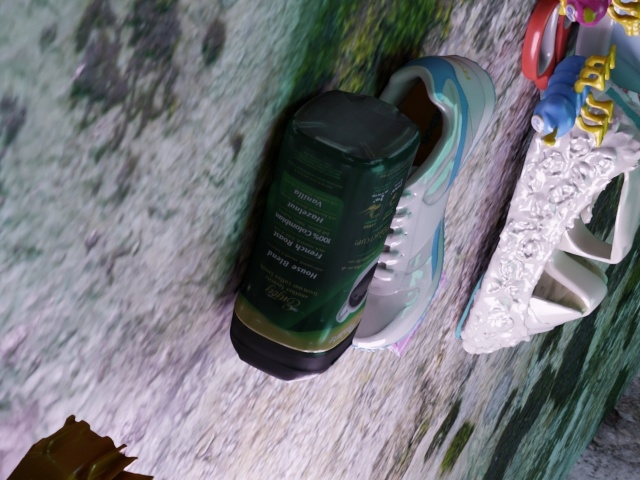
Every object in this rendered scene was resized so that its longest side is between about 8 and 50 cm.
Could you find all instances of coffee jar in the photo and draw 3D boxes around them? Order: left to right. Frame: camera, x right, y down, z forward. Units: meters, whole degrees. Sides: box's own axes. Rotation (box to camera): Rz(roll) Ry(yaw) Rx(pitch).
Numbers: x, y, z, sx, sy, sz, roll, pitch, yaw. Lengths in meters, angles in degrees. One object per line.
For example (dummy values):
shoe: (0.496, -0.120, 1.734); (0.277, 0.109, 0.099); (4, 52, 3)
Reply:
coffee jar: (0.000, 0.000, 1.106); (0.096, 0.079, 0.184); (-42, 153, -57)

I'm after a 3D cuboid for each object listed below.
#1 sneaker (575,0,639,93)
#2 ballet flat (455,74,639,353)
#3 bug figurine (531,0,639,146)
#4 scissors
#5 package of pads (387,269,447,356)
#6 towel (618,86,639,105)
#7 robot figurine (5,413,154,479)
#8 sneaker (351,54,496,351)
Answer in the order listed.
sneaker: (0.339, -0.279, 1.545); (0.135, 0.150, 0.366); (-53, 157, -33)
ballet flat: (0.240, 0.005, 1.706); (0.147, 0.147, 0.409); (-49, 162, -38)
bug figurine: (0.221, -0.222, 1.400); (0.279, 0.072, 0.216); (83, 29, -45)
scissors: (0.212, -0.150, 1.616); (0.109, 0.021, 0.297); (-56, 163, -28)
package of pads: (0.066, 0.052, 1.432); (0.083, 0.050, 0.032); (-58, 157, -14)
towel: (0.395, -0.237, 1.986); (0.329, 0.037, 0.237); (-46, 156, -42)
robot figurine: (-0.194, 0.244, 0.898); (0.211, 0.085, 0.291); (-22, 137, -64)
sneaker: (0.051, -0.027, 1.227); (0.092, 0.087, 0.228); (-8, 117, -61)
